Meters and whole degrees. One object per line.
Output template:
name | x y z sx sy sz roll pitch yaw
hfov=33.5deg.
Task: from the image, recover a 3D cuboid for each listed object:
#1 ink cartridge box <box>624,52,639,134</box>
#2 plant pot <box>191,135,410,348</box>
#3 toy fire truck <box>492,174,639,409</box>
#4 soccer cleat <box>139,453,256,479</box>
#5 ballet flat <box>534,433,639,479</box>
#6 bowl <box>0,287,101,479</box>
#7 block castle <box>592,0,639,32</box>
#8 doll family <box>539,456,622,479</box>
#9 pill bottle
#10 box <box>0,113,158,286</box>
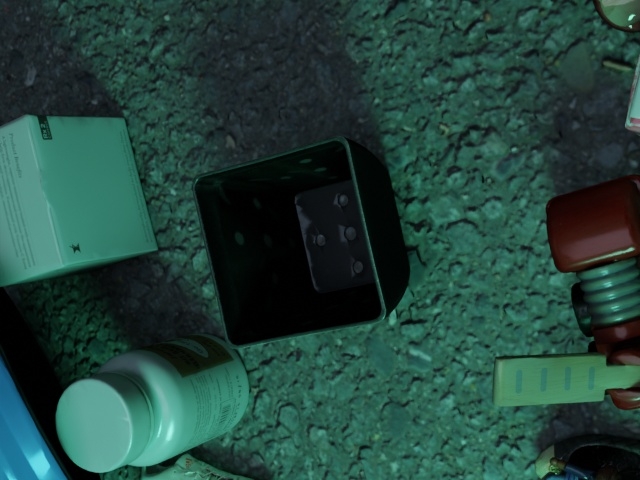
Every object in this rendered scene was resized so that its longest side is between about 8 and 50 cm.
ink cartridge box | 0.369 -0.117 0.925 0.158 0.218 0.092 13 94 25
plant pot | 0.000 0.000 1.146 0.187 0.167 0.188 -13 88 27
toy fire truck | 0.252 0.060 0.982 0.158 0.246 0.217 -16 87 26
soccer cleat | -0.145 0.300 1.302 0.196 0.068 0.076 -7 89 29
ballet flat | 0.301 0.229 1.082 0.173 0.049 0.058 -6 93 27
bowl | -0.356 0.191 1.243 0.077 0.391 0.391 -27 81 -9
block castle | 0.263 -0.442 0.960 0.303 0.213 0.453 25 112 10
doll family | 0.299 0.274 1.037 0.193 0.111 0.076 24 73 -8
pill bottle | -0.191 0.186 1.221 0.131 0.229 0.131 2 95 26
box | -0.314 -0.050 1.288 0.119 0.182 0.181 -16 87 28
